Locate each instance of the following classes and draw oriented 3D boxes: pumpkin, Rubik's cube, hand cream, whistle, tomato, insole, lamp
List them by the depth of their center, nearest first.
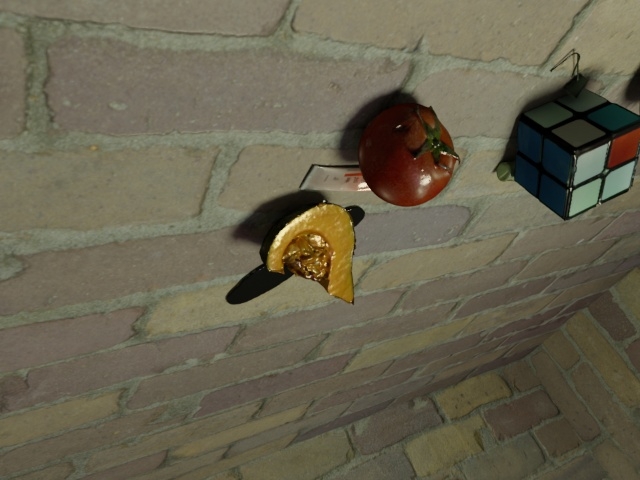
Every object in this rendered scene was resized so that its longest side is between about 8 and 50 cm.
[{"bbox_3d":[0.143,-0.139,1.015,0.167,0.167,0.167,-23,152,-13],"label":"tomato"},{"bbox_3d":[0.066,-0.113,1.105,0.216,0.038,0.053,-4,115,-35],"label":"hand cream"},{"bbox_3d":[0.000,-0.001,1.160,0.278,0.111,0.163,28,102,-44],"label":"pumpkin"},{"bbox_3d":[0.492,-0.319,1.171,0.054,0.041,0.121,-50,150,19],"label":"lamp"},{"bbox_3d":[0.522,-0.179,1.238,0.180,0.167,0.184,-22,134,-13],"label":"Rubik's cube"},{"bbox_3d":[-0.053,0.036,1.260,0.348,0.009,0.119,-36,153,13],"label":"insole"},{"bbox_3d":[0.517,-0.169,1.411,0.257,0.067,0.126,-8,160,-27],"label":"whistle"}]
